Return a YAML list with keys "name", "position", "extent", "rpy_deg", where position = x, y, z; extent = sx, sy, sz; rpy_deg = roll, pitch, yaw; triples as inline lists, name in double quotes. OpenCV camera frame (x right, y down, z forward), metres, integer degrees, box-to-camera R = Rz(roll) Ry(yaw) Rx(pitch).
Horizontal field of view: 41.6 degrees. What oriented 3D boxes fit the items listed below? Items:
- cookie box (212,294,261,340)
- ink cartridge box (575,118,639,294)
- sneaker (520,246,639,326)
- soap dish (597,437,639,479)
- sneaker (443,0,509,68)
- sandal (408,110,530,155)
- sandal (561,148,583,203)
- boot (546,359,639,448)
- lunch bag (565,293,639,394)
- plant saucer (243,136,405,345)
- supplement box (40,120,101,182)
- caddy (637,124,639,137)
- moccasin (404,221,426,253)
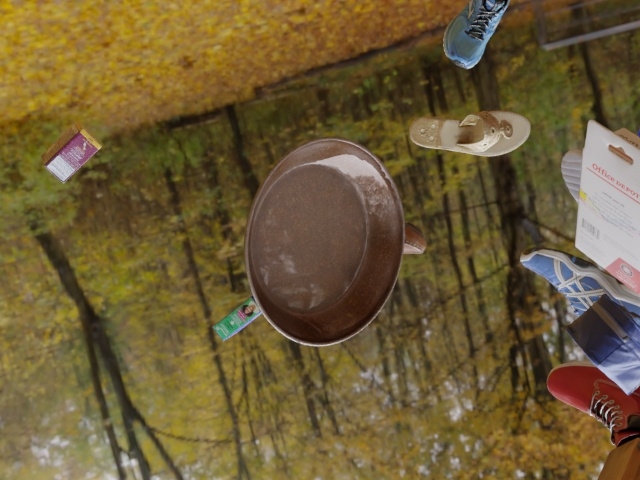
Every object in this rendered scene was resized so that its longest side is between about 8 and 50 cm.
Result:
- name: "cookie box"
  position: [-0.160, 0.155, 1.744]
  extent: [0.107, 0.040, 0.092]
  rpy_deg: [-39, 177, 11]
- name: "ink cartridge box"
  position: [0.366, -0.049, 0.988]
  extent: [0.067, 0.198, 0.115]
  rpy_deg: [-26, -136, -16]
- name: "sneaker"
  position: [0.390, 0.074, 1.256]
  extent: [0.211, 0.081, 0.080]
  rpy_deg: [28, -176, 22]
- name: "soap dish"
  position: [0.505, 0.414, 1.138]
  extent: [0.290, 0.118, 0.229]
  rpy_deg: [25, -137, 22]
- name: "sneaker"
  position: [0.225, -0.319, 1.188]
  extent: [0.063, 0.162, 0.073]
  rpy_deg: [26, 171, -4]
- name: "sandal"
  position: [0.293, -0.203, 1.611]
  extent: [0.239, 0.088, 0.079]
  rpy_deg: [0, -171, -3]
- name: "sandal"
  position: [0.496, -0.044, 1.386]
  extent: [0.076, 0.265, 0.102]
  rpy_deg: [-27, 177, -22]
- name: "boot"
  position: [0.465, 0.277, 1.378]
  extent: [0.244, 0.089, 0.176]
  rpy_deg: [13, -158, 36]
- name: "lunch bag"
  position: [0.307, 0.105, 0.858]
  extent: [0.065, 0.098, 0.067]
  rpy_deg: [-44, -146, 12]
- name: "plant saucer"
  position: [0.000, 0.000, 0.809]
  extent: [0.198, 0.199, 0.036]
  rpy_deg: [-19, -162, -37]
- name: "supplement box"
  position: [-0.387, -0.138, 1.306]
  extent: [0.083, 0.043, 0.055]
  rpy_deg: [-44, -147, -1]
- name: "caddy"
  position: [0.700, -0.163, 1.555]
  extent: [0.179, 0.342, 0.241]
  rpy_deg: [7, -156, 3]
- name: "moccasin"
  position: [0.035, 0.025, 1.739]
  extent: [0.379, 0.147, 0.139]
  rpy_deg: [-4, 157, 24]
